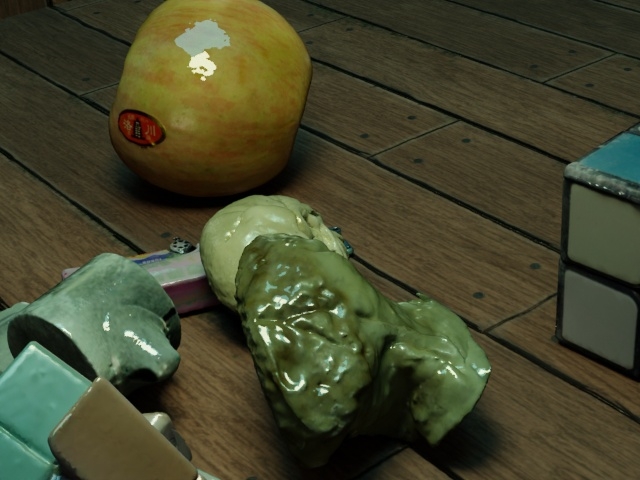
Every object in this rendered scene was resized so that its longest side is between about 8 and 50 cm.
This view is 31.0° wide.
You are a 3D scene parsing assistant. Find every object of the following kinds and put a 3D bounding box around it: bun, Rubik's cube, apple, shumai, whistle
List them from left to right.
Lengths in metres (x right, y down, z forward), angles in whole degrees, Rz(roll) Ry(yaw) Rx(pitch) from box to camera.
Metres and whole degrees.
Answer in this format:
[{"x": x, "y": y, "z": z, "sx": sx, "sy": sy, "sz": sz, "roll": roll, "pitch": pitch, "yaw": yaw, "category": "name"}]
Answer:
[{"x": -0.289, "y": 0.320, "z": 1.187, "sx": 0.387, "sy": 0.368, "sz": 0.358, "roll": 16, "pitch": 53, "yaw": 29, "category": "Rubik's cube"}, {"x": -0.363, "y": 0.155, "z": 1.693, "sx": 0.405, "sy": 0.188, "sz": 0.168, "roll": -21, "pitch": 15, "yaw": 48, "category": "whistle"}, {"x": -0.201, "y": -0.273, "z": 2.177, "sx": 0.346, "sy": 0.391, "sz": 0.391, "roll": 19, "pitch": 30, "yaw": -6, "category": "apple"}, {"x": -0.062, "y": 0.019, "z": 1.798, "sx": 0.259, "sy": 0.160, "sz": 0.259, "roll": 27, "pitch": 26, "yaw": -14, "category": "bun"}, {"x": 0.054, "y": 0.123, "z": 1.518, "sx": 0.288, "sy": 0.292, "sz": 0.330, "roll": -19, "pitch": 67, "yaw": -2, "category": "shumai"}, {"x": 0.550, "y": 0.017, "z": 1.648, "sx": 0.318, "sy": 0.313, "sz": 0.316, "roll": -28, "pitch": 38, "yaw": -34, "category": "Rubik's cube"}]

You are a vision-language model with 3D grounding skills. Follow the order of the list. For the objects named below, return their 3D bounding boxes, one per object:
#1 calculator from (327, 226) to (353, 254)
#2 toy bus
[{"x": 0.000, "y": 0.000, "z": 2.034, "sx": 0.094, "sy": 0.019, "sz": 0.141, "roll": -15, "pitch": 30, "yaw": -20, "category": "calculator"}, {"x": -0.273, "y": 0.072, "z": 1.867, "sx": 0.274, "sy": 0.090, "sz": 0.112, "roll": -13, "pitch": 32, "yaw": -16, "category": "toy bus"}]
